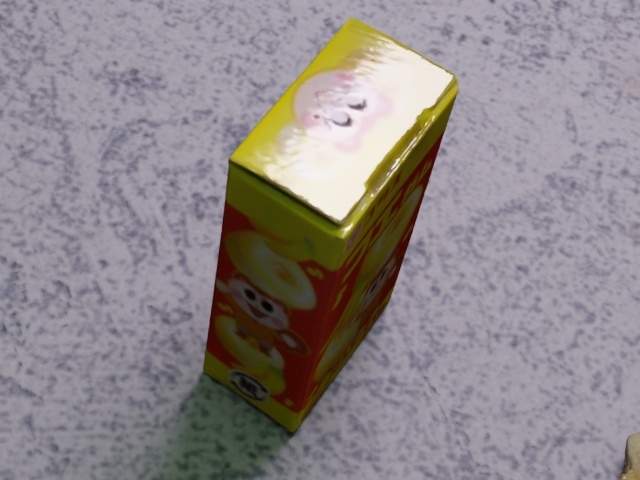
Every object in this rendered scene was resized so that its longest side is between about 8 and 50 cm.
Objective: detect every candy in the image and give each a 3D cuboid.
[{"bbox_3d":[0.000,0.000,0.954,0.088,0.276,0.146,33,61,11],"label":"candy"}]

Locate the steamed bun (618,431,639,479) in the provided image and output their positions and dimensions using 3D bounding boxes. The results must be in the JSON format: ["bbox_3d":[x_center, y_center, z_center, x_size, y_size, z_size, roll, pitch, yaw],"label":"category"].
[{"bbox_3d":[0.300,0.200,0.970,0.192,0.106,0.177,12,59,-2],"label":"steamed bun"}]
